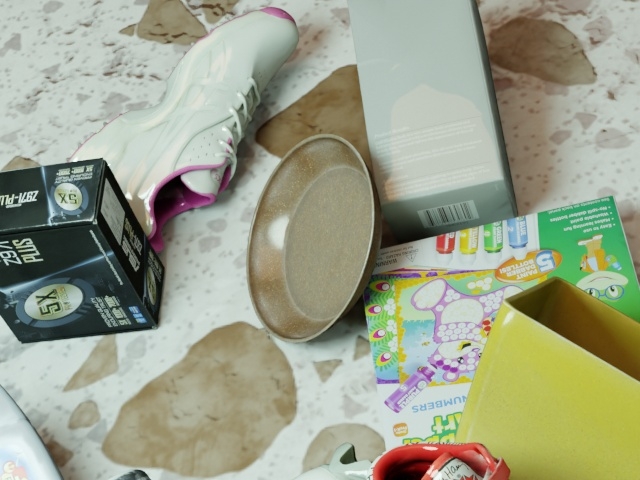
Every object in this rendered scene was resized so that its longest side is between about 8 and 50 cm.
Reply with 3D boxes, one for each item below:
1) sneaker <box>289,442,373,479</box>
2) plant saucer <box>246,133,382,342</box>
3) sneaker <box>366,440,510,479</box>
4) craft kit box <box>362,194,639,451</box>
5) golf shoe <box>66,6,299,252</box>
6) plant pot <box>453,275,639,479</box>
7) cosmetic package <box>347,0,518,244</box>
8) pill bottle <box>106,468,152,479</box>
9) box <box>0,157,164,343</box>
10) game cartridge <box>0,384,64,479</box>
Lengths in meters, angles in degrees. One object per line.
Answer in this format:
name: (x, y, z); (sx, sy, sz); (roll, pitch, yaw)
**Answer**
sneaker: (0.049, 0.300, 1.273); (0.146, 0.122, 0.330); (-27, 37, -20)
plant saucer: (0.000, 0.000, 1.534); (0.199, 0.036, 0.198); (-21, 64, 50)
sneaker: (0.138, 0.227, 1.102); (0.270, 0.145, 0.090); (20, 47, 43)
craft kit box: (0.169, 0.093, 1.456); (0.250, 0.061, 0.246); (-14, 53, 7)
golf shoe: (-0.118, -0.109, 1.678); (0.306, 0.115, 0.140); (-44, 64, -10)
plant pot: (0.208, 0.168, 1.256); (0.212, 0.212, 0.187); (31, 102, 14)
cosmetic package: (0.107, -0.130, 1.583); (0.127, 0.107, 0.238); (-11, 62, 11)
pill bottle: (-0.119, 0.312, 1.291); (0.130, 0.130, 0.245); (-37, 77, -13)
box: (-0.248, 0.013, 1.562); (0.147, 0.180, 0.077); (-6, 52, 12)
game cartridge: (-0.301, 0.267, 1.393); (0.198, 0.062, 0.297); (-23, 71, -5)
